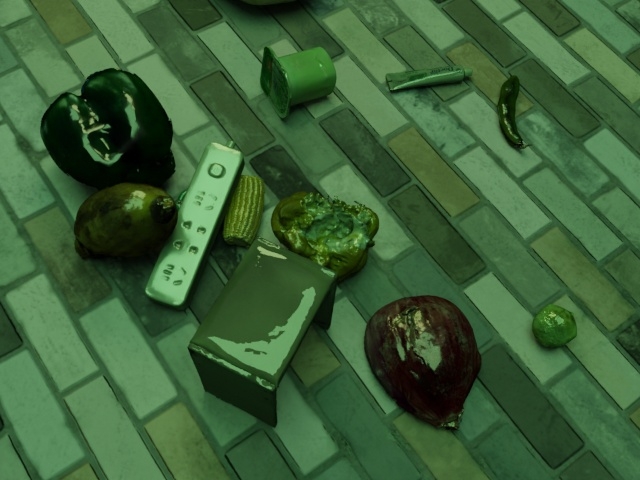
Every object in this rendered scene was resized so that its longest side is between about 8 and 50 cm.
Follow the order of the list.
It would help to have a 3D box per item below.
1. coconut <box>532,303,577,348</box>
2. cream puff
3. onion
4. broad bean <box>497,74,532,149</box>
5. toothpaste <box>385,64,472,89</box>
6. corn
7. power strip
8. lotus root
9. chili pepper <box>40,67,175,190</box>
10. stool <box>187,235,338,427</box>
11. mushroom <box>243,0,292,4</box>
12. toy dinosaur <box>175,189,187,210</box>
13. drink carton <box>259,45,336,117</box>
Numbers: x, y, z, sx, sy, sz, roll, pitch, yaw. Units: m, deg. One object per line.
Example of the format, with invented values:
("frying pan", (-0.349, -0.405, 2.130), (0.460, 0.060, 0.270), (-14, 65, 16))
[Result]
("coconut", (0.485, 0.175, 1.486), (0.096, 0.088, 0.088), (-36, 70, -12))
("cream puff", (-0.002, 0.001, 1.507), (0.221, 0.194, 0.194), (17, 62, -9))
("onion", (0.218, 0.233, 1.420), (0.227, 0.120, 0.283), (-19, 65, -8))
("broad bean", (0.468, -0.315, 1.766), (0.069, 0.039, 0.226), (-3, 63, 2))
("toothpaste", (0.274, -0.409, 1.803), (0.218, 0.041, 0.064), (-8, 52, -5))
("corn", (-0.170, -0.066, 1.579), (0.085, 0.063, 0.165), (13, 63, -10))
("power strip", (-0.257, -0.044, 1.521), (0.091, 0.062, 0.385), (20, 76, 2))
("lotus root", (-0.385, -0.043, 1.449), (0.169, 0.314, 0.141), (10, 70, -47))
("chili pepper", (-0.442, -0.222, 1.557), (0.249, 0.233, 0.256), (-38, 73, -2))
("stool", (-0.099, 0.175, 1.344), (0.170, 0.269, 0.243), (25, 64, 11))
("mushroom", (-0.129, -0.770, 1.799), (0.315, 0.336, 0.314), (6, 61, -11))
("toy dinosaur", (-0.309, -0.053, 1.573), (0.096, 0.059, 0.132), (17, 71, -4))
("drink carton", (-0.048, -0.387, 1.718), (0.142, 0.146, 0.144), (-19, 66, -22))
